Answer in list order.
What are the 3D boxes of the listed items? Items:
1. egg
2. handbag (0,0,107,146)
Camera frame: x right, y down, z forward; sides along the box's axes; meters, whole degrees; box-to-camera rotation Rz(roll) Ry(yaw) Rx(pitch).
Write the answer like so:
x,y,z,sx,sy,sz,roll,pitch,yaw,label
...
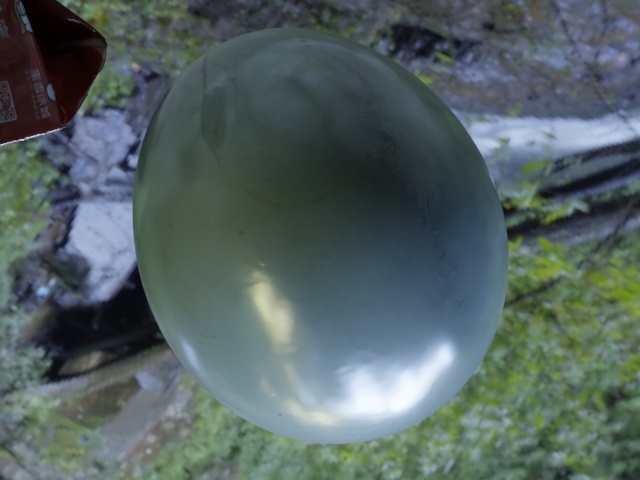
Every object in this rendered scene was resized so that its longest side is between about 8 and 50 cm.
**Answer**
x,y,z,sx,sy,sz,roll,pitch,yaw,label
0.000,0.000,0.598,0.183,0.183,0.264,-52,152,-16,egg
-0.339,-0.138,1.018,0.298,0.171,0.151,-26,105,-47,handbag
